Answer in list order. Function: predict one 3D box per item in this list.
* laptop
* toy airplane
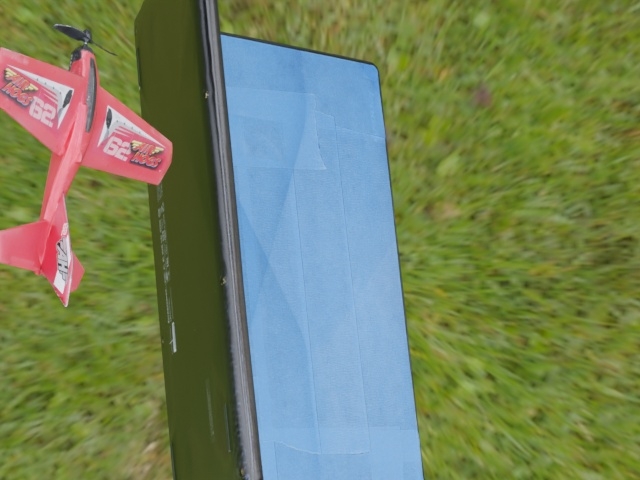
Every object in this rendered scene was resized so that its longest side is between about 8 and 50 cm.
[{"bbox_3d":[0.000,0.000,1.452,0.236,0.408,0.382,-4,79,-14],"label":"laptop"},{"bbox_3d":[-0.130,-0.038,1.026,0.028,0.151,0.151,-5,89,31],"label":"toy airplane"}]
